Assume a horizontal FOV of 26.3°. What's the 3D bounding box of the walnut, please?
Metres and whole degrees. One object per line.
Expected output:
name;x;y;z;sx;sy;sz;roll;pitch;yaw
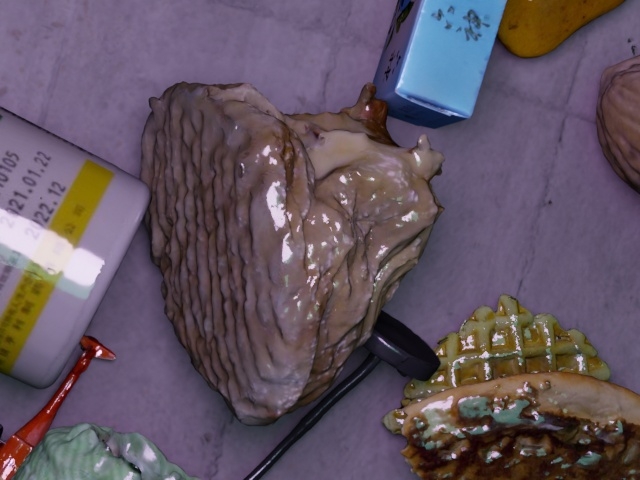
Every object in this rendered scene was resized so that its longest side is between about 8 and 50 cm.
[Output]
walnut;0.366;-0.095;1.325;0.230;0.178;0.178;39;84;11

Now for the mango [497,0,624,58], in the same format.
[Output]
mango;0.240;-0.263;1.349;0.178;0.090;0.115;-34;103;0

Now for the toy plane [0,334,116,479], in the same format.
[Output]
toy plane;-0.257;0.183;1.271;0.194;0.077;0.126;-37;83;-8

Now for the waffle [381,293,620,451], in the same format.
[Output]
waffle;0.189;0.171;1.358;0.208;0.054;0.214;42;90;-11

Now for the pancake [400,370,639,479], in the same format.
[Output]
pancake;0.212;0.237;1.331;0.266;0.057;0.244;-9;111;-3

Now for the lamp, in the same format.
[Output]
lamp;-0.061;0.187;1.301;0.371;0.130;0.108;-35;115;1

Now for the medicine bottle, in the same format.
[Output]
medicine bottle;-0.340;-0.032;1.187;0.340;0.208;0.208;27;86;-9

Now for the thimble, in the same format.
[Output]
thimble;-0.175;0.254;1.173;0.219;0.219;0.150;37;86;-8

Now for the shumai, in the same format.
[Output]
shumai;0.000;0.000;1.248;0.262;0.267;0.314;-7;83;-31

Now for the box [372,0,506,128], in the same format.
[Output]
box;0.124;-0.229;1.298;0.083;0.142;0.232;19;88;-9
